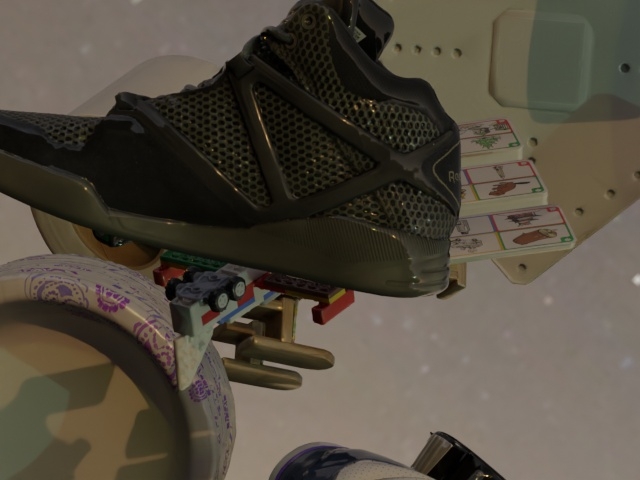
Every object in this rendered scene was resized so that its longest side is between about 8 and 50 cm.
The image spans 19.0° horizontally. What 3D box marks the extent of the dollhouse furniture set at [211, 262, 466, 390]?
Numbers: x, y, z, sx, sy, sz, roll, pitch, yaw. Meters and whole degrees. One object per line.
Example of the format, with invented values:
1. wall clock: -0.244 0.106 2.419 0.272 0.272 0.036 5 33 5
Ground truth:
1. dollhouse furniture set: 0.014 0.017 1.837 0.161 0.212 0.242 12 -24 -22

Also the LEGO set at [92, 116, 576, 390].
1. LEGO set: 0.000 0.000 1.022 0.182 0.244 0.060 -106 -172 -65

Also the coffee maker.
1. coffee maker: 0.119 0.308 1.915 0.171 0.178 0.120 48 -13 -5

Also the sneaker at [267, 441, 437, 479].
1. sneaker: 0.118 0.262 1.410 0.323 0.130 0.236 32 -6 -19

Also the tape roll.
1. tape roll: -0.178 -0.062 2.106 0.246 0.169 0.246 16 -55 25

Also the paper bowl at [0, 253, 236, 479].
1. paper bowl: -0.213 0.150 1.608 0.284 0.284 0.148 48 16 -3

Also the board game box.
1. board game box: 0.252 -0.209 2.177 0.390 0.390 0.050 49 18 -5

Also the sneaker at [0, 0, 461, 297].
1. sneaker: -0.046 -0.056 0.847 0.228 0.130 0.087 10 3 9
